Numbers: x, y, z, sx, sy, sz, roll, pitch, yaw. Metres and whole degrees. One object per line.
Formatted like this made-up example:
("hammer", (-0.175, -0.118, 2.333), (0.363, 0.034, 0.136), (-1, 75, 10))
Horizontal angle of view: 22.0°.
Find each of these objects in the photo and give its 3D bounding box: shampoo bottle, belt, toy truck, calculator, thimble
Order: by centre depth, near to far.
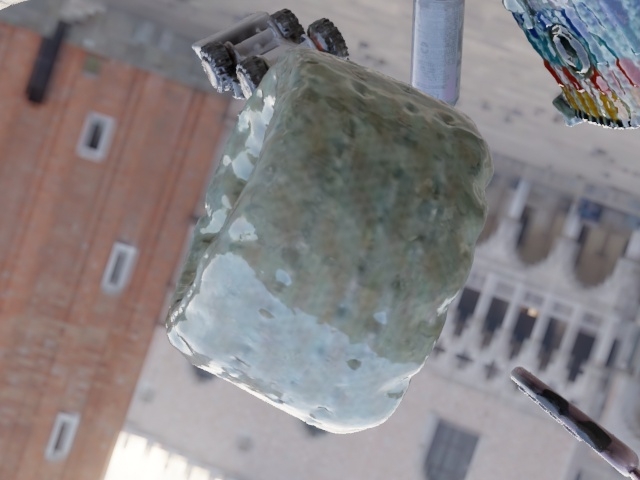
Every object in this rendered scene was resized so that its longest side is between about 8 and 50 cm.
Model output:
("belt", (0.219, -0.171, 1.015), (0.150, 0.207, 0.257), (53, 175, -14))
("thimble", (0.000, 0.000, 1.338), (0.195, 0.291, 0.291), (26, -178, -11))
("calculator", (0.236, 0.167, 1.461), (0.166, 0.024, 0.103), (40, 180, 15))
("toy truck", (-0.057, -0.207, 2.003), (0.136, 0.111, 0.286), (-28, -155, -14))
("shampoo bottle", (0.147, -0.229, 2.090), (0.072, 0.214, 0.072), (0, -144, 0))

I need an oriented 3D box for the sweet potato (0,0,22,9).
("sweet potato", (-0.222, -0.141, 0.817), (0.422, 0.131, 0.130), (-3, 169, 41))
